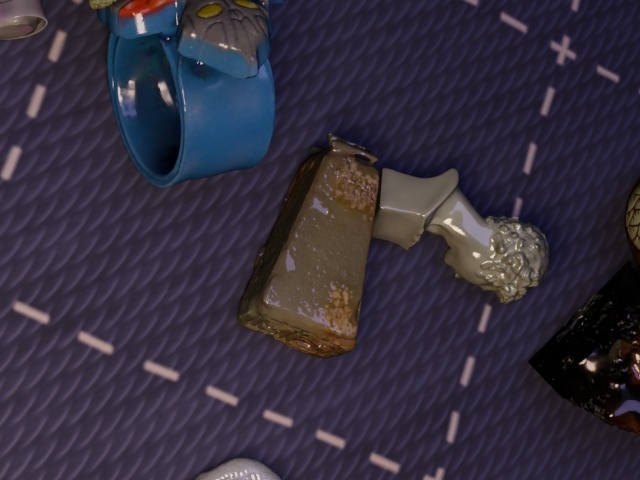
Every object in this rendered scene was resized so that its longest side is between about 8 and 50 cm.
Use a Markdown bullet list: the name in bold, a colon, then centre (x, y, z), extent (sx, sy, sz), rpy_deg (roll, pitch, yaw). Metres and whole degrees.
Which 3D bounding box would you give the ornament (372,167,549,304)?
- **ornament**: centre (0.197, -0.017, 1.943), extent (0.285, 0.130, 0.120), rpy_deg (32, 54, -15)

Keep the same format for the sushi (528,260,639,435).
- **sushi**: centre (0.472, 0.197, 1.956), extent (0.215, 0.212, 0.227), rpy_deg (-45, 110, 0)

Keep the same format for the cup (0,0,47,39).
- **cup**: centre (-0.412, -0.315, 1.768), extent (0.104, 0.074, 0.116), rpy_deg (-16, 80, 2)

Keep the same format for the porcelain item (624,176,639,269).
- **porcelain item**: centre (0.583, -0.027, 2.052), extent (0.253, 0.253, 0.253), rpy_deg (6, 76, -24)

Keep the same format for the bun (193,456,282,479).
- **bun**: centre (-0.105, 0.347, 1.746), extent (0.141, 0.083, 0.140), rpy_deg (4, 74, -14)

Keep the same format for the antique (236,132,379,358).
- **antique**: centre (0.000, 0.000, 1.848), extent (0.150, 0.125, 0.284), rpy_deg (22, 70, -19)

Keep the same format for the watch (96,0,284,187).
- **watch**: centre (-0.143, -0.197, 1.721), extent (0.241, 0.305, 0.274), rpy_deg (-12, 121, -26)

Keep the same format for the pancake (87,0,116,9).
- **pancake**: centre (-0.168, -0.379, 1.668), extent (0.197, 0.054, 0.376), rpy_deg (19, 48, 14)
